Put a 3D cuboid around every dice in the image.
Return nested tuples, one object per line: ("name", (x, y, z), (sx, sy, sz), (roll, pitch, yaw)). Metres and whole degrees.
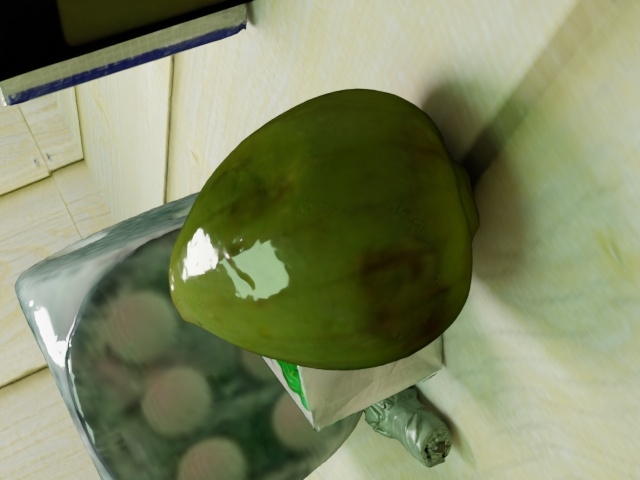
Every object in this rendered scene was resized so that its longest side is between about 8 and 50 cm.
("dice", (-0.157, 0.129, 1.175), (0.328, 0.330, 0.348), (68, 164, -11))

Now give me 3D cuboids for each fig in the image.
("fig", (0.006, 0.002, 0.709), (0.207, 0.230, 0.207), (55, 159, 33))

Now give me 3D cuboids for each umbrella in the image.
("umbrella", (0.087, 0.185, 1.010), (0.067, 0.062, 0.143), (40, 175, -29))

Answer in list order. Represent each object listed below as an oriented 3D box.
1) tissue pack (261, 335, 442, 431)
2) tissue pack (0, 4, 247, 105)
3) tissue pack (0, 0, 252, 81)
("tissue pack", (-0.002, 0.043, 0.921), (0.209, 0.148, 0.156), (48, 155, 45))
("tissue pack", (-0.230, -0.276, 0.968), (0.209, 0.269, 0.137), (62, 161, 23))
("tissue pack", (-0.111, -0.230, 0.438), (0.264, 0.416, 0.253), (38, 148, 55))
